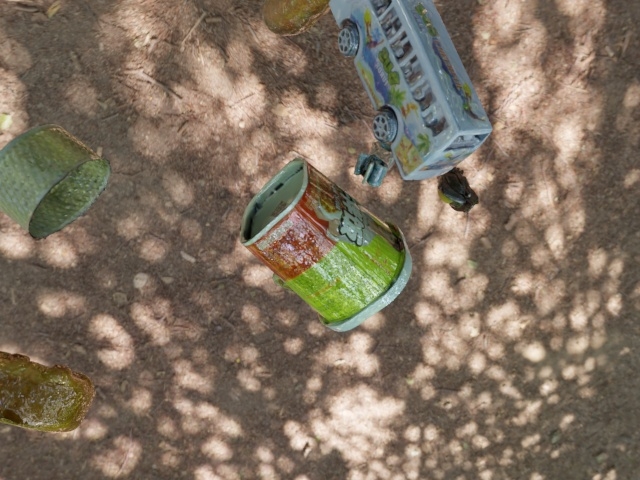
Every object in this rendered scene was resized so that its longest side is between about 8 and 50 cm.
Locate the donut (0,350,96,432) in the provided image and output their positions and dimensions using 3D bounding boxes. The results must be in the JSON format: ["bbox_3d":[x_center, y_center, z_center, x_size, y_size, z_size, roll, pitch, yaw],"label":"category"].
[{"bbox_3d":[-0.538,0.282,0.839,0.226,0.114,0.227,9,154,4],"label":"donut"}]

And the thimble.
[{"bbox_3d":[-0.682,-0.147,1.143,0.150,0.271,0.271,39,104,-5],"label":"thimble"}]

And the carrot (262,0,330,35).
[{"bbox_3d":[-0.046,-0.651,1.240,0.138,0.301,0.139,-4,97,-33],"label":"carrot"}]

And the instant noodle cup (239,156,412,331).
[{"bbox_3d":[0.000,0.000,1.005,0.308,0.294,0.294,40,103,-26],"label":"instant noodle cup"}]

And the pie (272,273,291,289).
[{"bbox_3d":[-0.092,0.141,1.732,0.186,0.041,0.187,-5,150,-3],"label":"pie"}]

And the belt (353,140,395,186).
[{"bbox_3d":[0.153,-0.215,1.246,0.087,0.302,0.072,29,115,4],"label":"belt"}]

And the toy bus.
[{"bbox_3d":[0.126,-0.262,0.678,0.109,0.330,0.136,-14,166,-31],"label":"toy bus"}]

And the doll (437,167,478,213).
[{"bbox_3d":[0.371,-0.166,1.281,0.126,0.249,0.088,-13,141,-6],"label":"doll"}]
